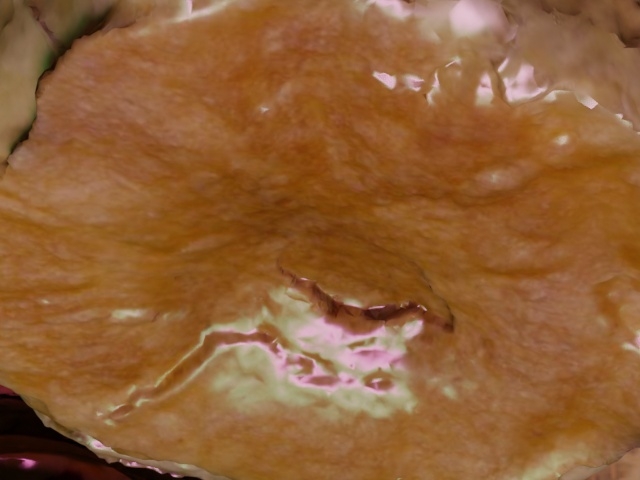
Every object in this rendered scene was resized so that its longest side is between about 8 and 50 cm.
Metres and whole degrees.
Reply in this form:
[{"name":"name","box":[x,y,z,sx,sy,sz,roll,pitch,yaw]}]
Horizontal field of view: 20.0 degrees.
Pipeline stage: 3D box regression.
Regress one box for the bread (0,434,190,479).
[{"name":"bread","box":[-0.192,0.187,0.871,0.325,0.167,0.277,4,137,-12]}]

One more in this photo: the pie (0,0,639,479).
[{"name":"pie","box":[0.000,0.000,0.699,0.340,0.083,0.339,8,136,7]}]
